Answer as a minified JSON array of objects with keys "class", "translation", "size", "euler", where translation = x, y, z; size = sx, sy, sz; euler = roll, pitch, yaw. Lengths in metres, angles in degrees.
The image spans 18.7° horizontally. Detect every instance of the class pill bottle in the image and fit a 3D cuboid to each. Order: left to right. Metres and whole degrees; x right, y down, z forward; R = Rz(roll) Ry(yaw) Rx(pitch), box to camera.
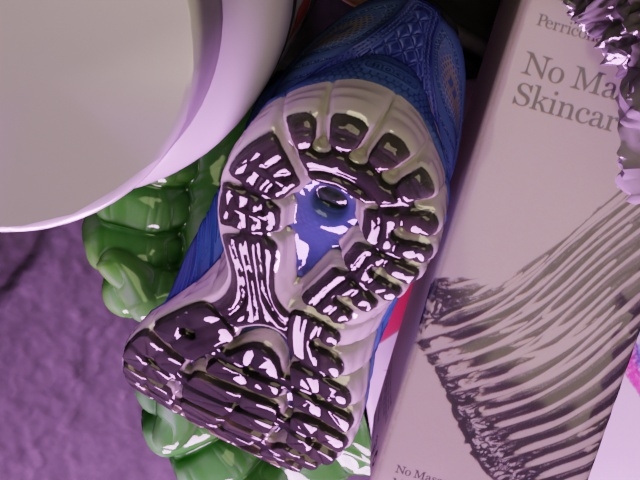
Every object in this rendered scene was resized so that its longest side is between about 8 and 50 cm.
[{"class":"pill bottle","translation":[-0.104,-0.142,0.918],"size":[0.210,0.363,0.210],"euler":[2,110,7]}]

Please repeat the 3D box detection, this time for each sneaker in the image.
[{"class":"sneaker","translation":[0.000,0.000,0.982],"size":[0.130,0.147,0.330],"euler":[29,142,-3]}]

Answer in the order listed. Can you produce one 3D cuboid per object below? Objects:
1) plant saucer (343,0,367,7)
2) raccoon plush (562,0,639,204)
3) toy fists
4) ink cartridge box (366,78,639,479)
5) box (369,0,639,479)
[{"class":"plant saucer","translation":[0.037,-0.170,1.096],"size":[0.083,0.015,0.083],"euler":[1,112,3]},{"class":"raccoon plush","translation":[0.264,-0.137,0.844],"size":[0.299,0.446,0.216],"euler":[61,148,-3]},{"class":"toy fists","translation":[-0.056,0.043,1.147],"size":[0.142,0.096,0.279],"euler":[-11,113,9]},{"class":"ink cartridge box","translation":[0.172,0.020,1.106],"size":[0.306,0.131,0.226],"euler":[-6,111,8]},{"class":"box","translation":[0.112,0.004,0.984],"size":[0.113,0.094,0.275],"euler":[14,109,-1]}]
